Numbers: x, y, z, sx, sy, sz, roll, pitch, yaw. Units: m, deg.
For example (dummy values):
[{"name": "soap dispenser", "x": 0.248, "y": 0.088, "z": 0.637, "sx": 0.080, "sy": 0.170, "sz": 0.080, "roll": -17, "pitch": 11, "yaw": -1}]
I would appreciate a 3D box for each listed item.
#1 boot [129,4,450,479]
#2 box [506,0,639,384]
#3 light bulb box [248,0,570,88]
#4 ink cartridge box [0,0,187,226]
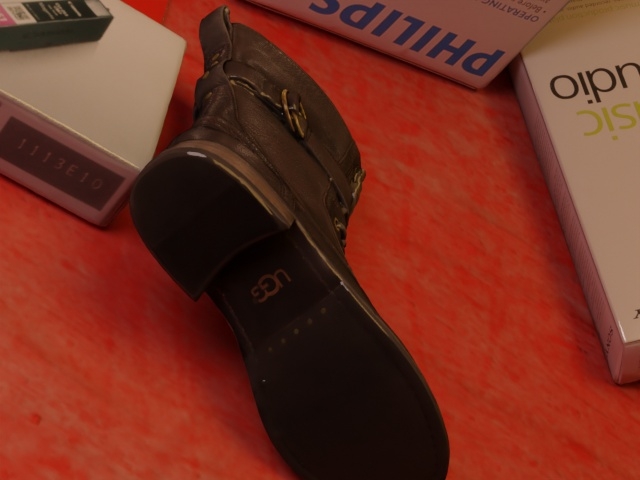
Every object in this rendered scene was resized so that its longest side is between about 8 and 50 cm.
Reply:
[{"name": "boot", "x": 0.000, "y": 0.000, "z": 1.021, "sx": 0.263, "sy": 0.091, "sz": 0.229, "roll": 57, "pitch": 20, "yaw": -15}, {"name": "box", "x": 0.272, "y": -0.066, "z": 1.259, "sx": 0.232, "sy": 0.058, "sz": 0.322, "roll": -11, "pitch": 56, "yaw": -5}, {"name": "light bulb box", "x": 0.104, "y": -0.367, "z": 1.242, "sx": 0.225, "sy": 0.361, "sz": 0.358, "roll": 18, "pitch": 44, "yaw": -31}, {"name": "ink cartridge box", "x": -0.203, "y": -0.161, "z": 1.021, "sx": 0.275, "sy": 0.060, "sz": 0.239, "roll": 29, "pitch": 41, "yaw": -18}]
